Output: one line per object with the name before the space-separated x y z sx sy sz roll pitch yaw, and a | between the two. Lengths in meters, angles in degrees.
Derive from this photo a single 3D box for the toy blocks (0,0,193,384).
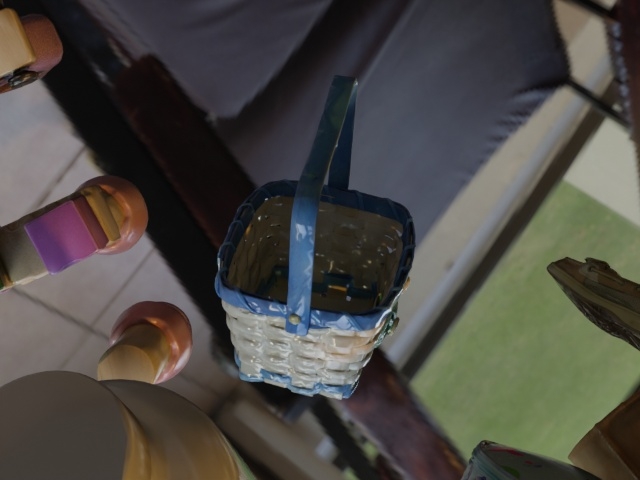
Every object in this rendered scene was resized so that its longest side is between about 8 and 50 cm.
toy blocks | -0.275 0.007 1.020 0.288 0.309 0.260 -22 -174 5

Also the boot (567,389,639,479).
boot | 0.309 0.290 1.125 0.236 0.269 0.089 -40 154 11

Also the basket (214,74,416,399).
basket | 0.000 0.000 1.356 0.255 0.201 0.289 -71 165 -50

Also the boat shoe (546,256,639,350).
boat shoe | 0.232 0.044 0.976 0.048 0.153 0.056 -46 119 -4

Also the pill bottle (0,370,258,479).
pill bottle | -0.090 0.166 0.649 0.146 0.146 0.264 -48 148 -16

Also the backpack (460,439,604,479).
backpack | 0.155 0.263 0.956 0.253 0.225 0.191 13 99 -31
